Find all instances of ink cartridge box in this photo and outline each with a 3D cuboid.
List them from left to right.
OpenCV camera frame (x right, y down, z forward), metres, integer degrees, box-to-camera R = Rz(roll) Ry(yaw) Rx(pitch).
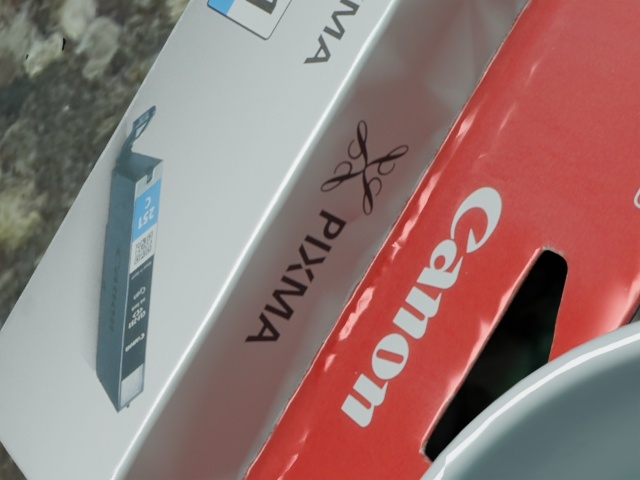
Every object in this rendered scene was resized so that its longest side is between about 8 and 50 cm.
[{"bbox_3d":[0.000,0.000,0.650,0.296,0.066,0.261,-60,37,5],"label":"ink cartridge box"}]

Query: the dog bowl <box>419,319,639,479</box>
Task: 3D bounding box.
[{"bbox_3d":[0.131,0.156,0.471,0.265,0.104,0.265,-16,63,35],"label":"dog bowl"}]
